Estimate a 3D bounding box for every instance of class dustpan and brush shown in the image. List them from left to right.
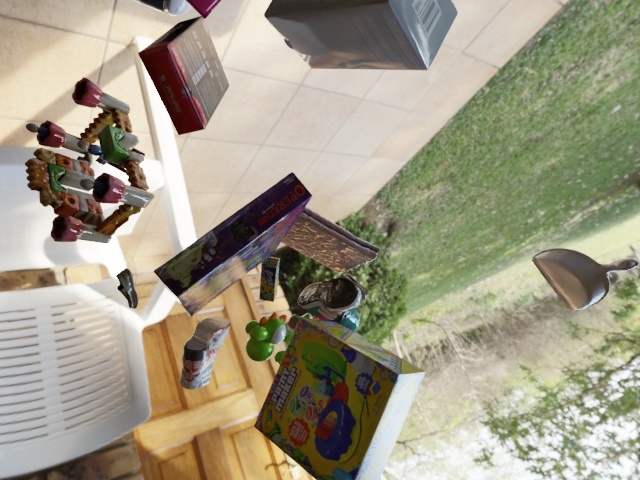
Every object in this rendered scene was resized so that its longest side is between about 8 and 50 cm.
[{"bbox_3d":[0.535,0.067,0.843,0.060,0.147,0.211,-34,173,-5],"label":"dustpan and brush"}]

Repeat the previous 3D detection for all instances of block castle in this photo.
[{"bbox_3d":[-0.721,-0.237,1.292,0.303,0.452,0.213,-33,156,22],"label":"block castle"}]

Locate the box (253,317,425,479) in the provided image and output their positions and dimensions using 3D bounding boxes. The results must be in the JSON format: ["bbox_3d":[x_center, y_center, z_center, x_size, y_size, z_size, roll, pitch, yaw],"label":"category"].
[{"bbox_3d":[0.044,0.376,1.001,0.177,0.279,0.289,23,90,-55],"label":"box"}]

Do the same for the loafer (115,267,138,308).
[{"bbox_3d":[-0.645,0.163,1.407,0.050,0.147,0.056,-19,-157,-36],"label":"loafer"}]

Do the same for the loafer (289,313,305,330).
[{"bbox_3d":[-0.041,0.261,1.255,0.045,0.125,0.039,-41,-169,22],"label":"loafer"}]

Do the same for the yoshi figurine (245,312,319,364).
[{"bbox_3d":[-0.151,0.391,1.664,0.362,0.202,0.204,14,159,-41],"label":"yoshi figurine"}]

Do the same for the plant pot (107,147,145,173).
[{"bbox_3d":[-0.781,-0.320,1.709,0.109,0.108,0.096,30,168,-14],"label":"plant pot"}]

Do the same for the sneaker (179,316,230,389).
[{"bbox_3d":[-0.352,0.340,1.290,0.090,0.144,0.270,11,-168,2],"label":"sneaker"}]

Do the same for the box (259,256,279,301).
[{"bbox_3d":[-0.188,0.143,1.557,0.059,0.054,0.168,10,122,3],"label":"box"}]

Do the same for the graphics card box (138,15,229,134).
[{"bbox_3d":[-0.380,-0.495,1.244,0.094,0.370,0.232,-11,128,11],"label":"graphics card box"}]

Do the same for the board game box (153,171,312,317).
[{"bbox_3d":[-0.138,0.028,0.662,0.208,0.056,0.347,-43,180,-19],"label":"board game box"}]

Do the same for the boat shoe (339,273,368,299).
[{"bbox_3d":[0.127,0.165,1.539,0.043,0.137,0.049,-3,121,-44],"label":"boat shoe"}]

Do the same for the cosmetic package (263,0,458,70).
[{"bbox_3d":[0.049,-0.317,0.593,0.127,0.238,0.107,33,85,-50],"label":"cosmetic package"}]

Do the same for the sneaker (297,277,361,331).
[{"bbox_3d":[0.069,0.217,1.328,0.178,0.123,0.296,39,155,-21],"label":"sneaker"}]

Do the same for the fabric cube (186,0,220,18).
[{"bbox_3d":[-0.269,-0.686,0.870,0.254,0.259,0.258,-37,139,17],"label":"fabric cube"}]

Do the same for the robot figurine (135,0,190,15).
[{"bbox_3d":[-0.558,-0.869,1.403,0.279,0.209,0.173,15,122,-20],"label":"robot figurine"}]

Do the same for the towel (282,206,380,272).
[{"bbox_3d":[0.000,0.000,1.432,0.317,0.053,0.332,29,160,-12],"label":"towel"}]
